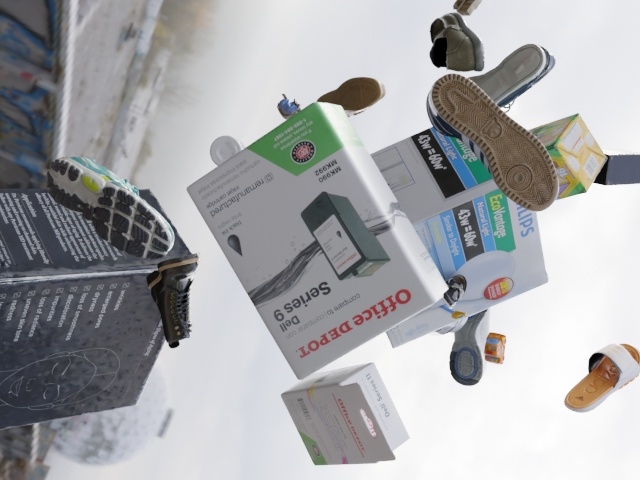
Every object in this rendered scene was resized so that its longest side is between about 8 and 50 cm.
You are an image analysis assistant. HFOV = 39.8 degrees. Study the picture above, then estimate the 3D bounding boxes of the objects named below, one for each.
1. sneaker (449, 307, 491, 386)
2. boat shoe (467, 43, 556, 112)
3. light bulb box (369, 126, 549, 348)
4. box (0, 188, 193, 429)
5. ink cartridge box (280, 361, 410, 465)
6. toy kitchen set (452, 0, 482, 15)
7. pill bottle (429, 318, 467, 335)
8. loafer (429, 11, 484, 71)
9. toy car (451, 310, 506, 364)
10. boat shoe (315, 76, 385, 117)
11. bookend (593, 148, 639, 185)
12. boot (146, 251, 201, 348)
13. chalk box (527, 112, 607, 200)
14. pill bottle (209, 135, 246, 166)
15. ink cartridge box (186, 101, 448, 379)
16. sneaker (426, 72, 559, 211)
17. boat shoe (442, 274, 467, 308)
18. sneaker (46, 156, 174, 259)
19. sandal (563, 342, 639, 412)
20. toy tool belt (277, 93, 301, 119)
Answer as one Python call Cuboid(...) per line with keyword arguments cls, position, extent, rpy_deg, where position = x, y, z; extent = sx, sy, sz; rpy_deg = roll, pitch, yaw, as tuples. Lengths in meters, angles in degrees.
Cuboid(cls="sneaker", position=(0.388, 0.220, 2.276), extent=(0.129, 0.111, 0.297), rpy_deg=(5, 90, -66))
Cuboid(cls="boat shoe", position=(0.355, -0.308, 1.783), extent=(0.254, 0.079, 0.095), rpy_deg=(-36, -115, 33))
Cuboid(cls="light bulb box", position=(0.236, -0.020, 1.778), extent=(0.358, 0.361, 0.225), rpy_deg=(64, 3, -48))
Cuboid(cls="box", position=(-0.599, 0.151, 1.974), extent=(0.297, 0.471, 0.480), rpy_deg=(54, -50, 35))
Cuboid(cls="ink cartridge box", position=(0.072, 0.411, 2.086), extent=(0.119, 0.207, 0.353), rpy_deg=(-27, -178, -34))
Cuboid(cls="toy kitchen set", position=(0.319, -0.562, 1.998), extent=(0.068, 0.075, 0.083), rpy_deg=(16, -115, 49))
Cuboid(cls="pill bottle", position=(0.248, 0.148, 2.085), extent=(0.264, 0.153, 0.153), rpy_deg=(20, 95, -59))
Cuboid(cls="loafer", position=(0.265, -0.411, 1.837), extent=(0.251, 0.087, 0.094), rpy_deg=(-111, -168, -64))
Cuboid(cls="toy car", position=(0.278, 0.178, 1.592), extent=(0.040, 0.122, 0.060), rpy_deg=(-11, 125, -58))
Cuboid(cls="boat shoe", position=(0.063, -0.263, 1.627), extent=(0.170, 0.059, 0.063), rpy_deg=(-8, -88, 49))
Cuboid(cls="bookend", position=(0.657, -0.180, 2.074), extent=(0.157, 0.156, 0.072), rpy_deg=(22, -68, 51))
Cuboid(cls="boot", position=(-0.239, 0.104, 1.538), extent=(0.198, 0.077, 0.137), rpy_deg=(142, -66, -64))
Cuboid(cls="chalk box", position=(0.484, -0.167, 1.929), extent=(0.213, 0.132, 0.132), rpy_deg=(-16, -152, 50))
Cuboid(cls="pill bottle", position=(-0.187, -0.179, 1.821), extent=(0.120, 0.067, 0.067), rpy_deg=(-49, 163, -87))
Cuboid(cls="ink cartridge box", position=(0.000, 0.000, 1.135), extent=(0.211, 0.289, 0.121), rpy_deg=(-32, 176, 15))
Cuboid(cls="sneaker", position=(0.287, -0.169, 1.507), extent=(0.099, 0.282, 0.153), rpy_deg=(-43, -173, 3))
Cuboid(cls="boat shoe", position=(0.251, 0.093, 1.658), extent=(0.038, 0.046, 0.125), rpy_deg=(-33, 178, 19))
Cuboid(cls="sneaker", position=(-0.353, -0.071, 1.551), extent=(0.110, 0.275, 0.107), rpy_deg=(-23, 145, -57))
Cuboid(cls="sandal", position=(0.672, 0.308, 2.085), extent=(0.265, 0.102, 0.076), rpy_deg=(-34, 127, -31))
Cuboid(cls="toy tool belt", position=(-0.069, -0.314, 2.120), extent=(0.052, 0.083, 0.051), rpy_deg=(-27, 144, -28))
